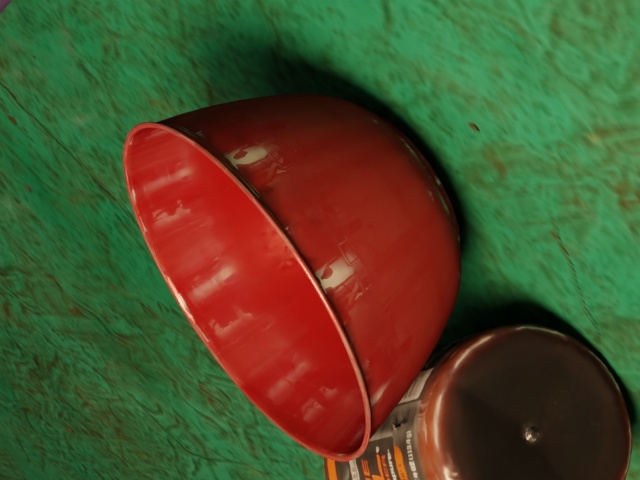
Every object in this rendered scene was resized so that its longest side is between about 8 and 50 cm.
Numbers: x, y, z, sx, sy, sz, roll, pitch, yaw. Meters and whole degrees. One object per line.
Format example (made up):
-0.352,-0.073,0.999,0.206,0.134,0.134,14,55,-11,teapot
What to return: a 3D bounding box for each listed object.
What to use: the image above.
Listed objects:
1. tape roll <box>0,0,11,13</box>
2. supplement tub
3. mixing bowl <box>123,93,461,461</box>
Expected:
-0.248,-0.112,0.960,0.090,0.275,0.275,46,159,-1,tape roll
0.066,0.105,0.982,0.106,0.106,0.198,49,159,-4,supplement tub
0.000,0.000,0.917,0.181,0.098,0.181,46,157,25,mixing bowl
